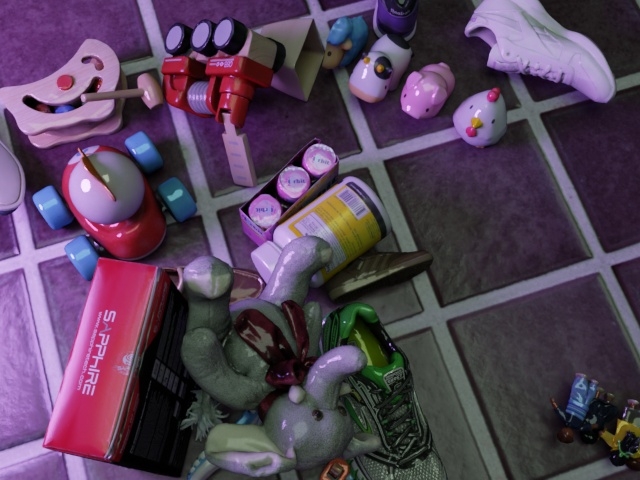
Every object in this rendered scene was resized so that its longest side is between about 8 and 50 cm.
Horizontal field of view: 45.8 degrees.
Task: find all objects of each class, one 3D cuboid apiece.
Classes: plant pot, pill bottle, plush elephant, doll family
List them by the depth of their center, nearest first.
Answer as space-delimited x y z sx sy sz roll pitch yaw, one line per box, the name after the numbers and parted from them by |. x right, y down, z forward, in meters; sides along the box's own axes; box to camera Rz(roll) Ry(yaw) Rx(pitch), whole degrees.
-0.045 0.187 1.012 0.255 0.271 0.330 29 108 31 | plush elephant
0.445 0.291 1.181 0.193 0.076 0.111 26 76 12 | doll family
0.000 0.000 1.213 0.208 0.119 0.119 -36 75 -14 | pill bottle
-0.063 -0.332 1.370 0.096 0.109 0.109 13 70 16 | plant pot

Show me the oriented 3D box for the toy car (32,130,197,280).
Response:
-0.343 -0.089 1.201 0.219 0.238 0.210 -34 75 -13 | toy car

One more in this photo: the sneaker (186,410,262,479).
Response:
-0.117 0.317 1.156 0.190 0.071 0.083 -42 82 -14 | sneaker

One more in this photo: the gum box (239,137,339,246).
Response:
-0.046 -0.077 1.274 0.062 0.107 0.188 42 74 12 | gum box

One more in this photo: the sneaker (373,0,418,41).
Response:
0.149 -0.524 1.429 0.107 0.124 0.283 -3 70 -3 | sneaker

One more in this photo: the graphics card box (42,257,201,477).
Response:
-0.240 0.191 1.034 0.094 0.371 0.233 9 71 6 | graphics card box

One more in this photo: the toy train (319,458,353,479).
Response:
0.048 0.402 1.140 0.166 0.046 0.125 41 75 12 | toy train

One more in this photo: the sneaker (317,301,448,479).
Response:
0.089 0.253 1.130 0.134 0.146 0.344 -22 73 -24 | sneaker

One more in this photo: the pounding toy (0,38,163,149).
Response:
-0.418 -0.273 1.307 0.269 0.155 0.154 -15 76 -7 | pounding toy

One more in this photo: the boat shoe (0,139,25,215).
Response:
-0.580 -0.129 1.282 0.095 0.079 0.254 -15 59 -50 | boat shoe

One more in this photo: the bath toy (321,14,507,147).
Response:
0.175 -0.278 1.342 0.348 0.129 0.151 30 72 8 | bath toy

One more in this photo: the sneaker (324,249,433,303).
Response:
0.093 0.040 1.260 0.188 0.066 0.071 -19 67 -10 | sneaker

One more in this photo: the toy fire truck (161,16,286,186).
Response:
-0.173 -0.232 1.305 0.217 0.158 0.247 11 87 44 | toy fire truck

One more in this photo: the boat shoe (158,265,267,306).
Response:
-0.213 0.083 1.219 0.257 0.095 0.095 -5 71 -4 | boat shoe

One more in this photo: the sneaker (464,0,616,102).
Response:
0.400 -0.337 1.394 0.152 0.114 0.305 -45 73 -1 | sneaker
